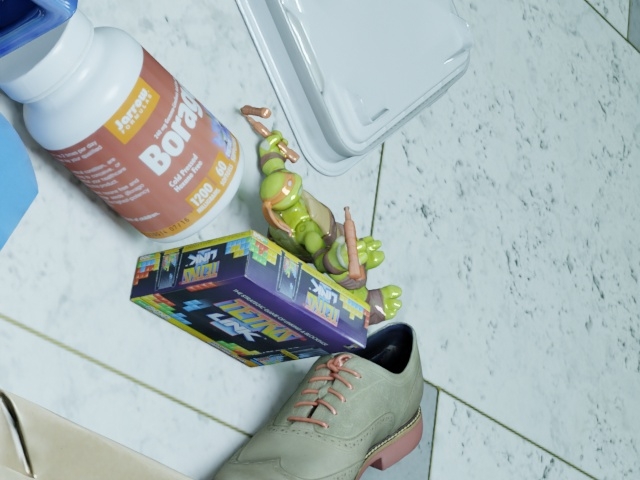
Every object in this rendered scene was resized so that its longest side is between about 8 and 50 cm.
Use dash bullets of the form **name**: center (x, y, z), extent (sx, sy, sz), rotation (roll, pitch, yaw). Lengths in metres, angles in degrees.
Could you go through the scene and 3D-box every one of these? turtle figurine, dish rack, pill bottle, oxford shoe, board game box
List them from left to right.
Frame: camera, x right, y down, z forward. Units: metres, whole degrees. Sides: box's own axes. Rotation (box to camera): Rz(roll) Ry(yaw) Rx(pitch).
- **board game box**: center (-0.299, -0.045, 1.272), extent (0.133, 0.033, 0.168), rotation (49, 41, -25)
- **pill bottle**: center (-0.173, -0.103, 1.371), extent (0.216, 0.121, 0.121), rotation (43, 49, -36)
- **board game box**: center (-0.061, 0.057, 1.452), extent (0.170, 0.141, 0.048), rotation (33, 57, -41)
- **oxford shoe**: center (-0.006, 0.168, 1.483), extent (0.348, 0.123, 0.130), rotation (-32, 132, -60)
- **turtle figurine**: center (0.000, 0.000, 1.550), extent (0.217, 0.087, 0.269), rotation (48, 3, -46)
- **dish rack**: center (0.052, -0.250, 1.737), extent (0.333, 0.072, 0.285), rotation (-40, 112, -47)

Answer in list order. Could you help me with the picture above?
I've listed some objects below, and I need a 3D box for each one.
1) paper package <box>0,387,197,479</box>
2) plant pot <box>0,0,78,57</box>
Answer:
- **paper package**: center (-0.229, 0.231, 1.050), extent (0.309, 0.325, 0.168), rotation (33, 56, -43)
- **plant pot**: center (-0.323, -0.256, 1.146), extent (0.236, 0.236, 0.212), rotation (28, 52, -44)
